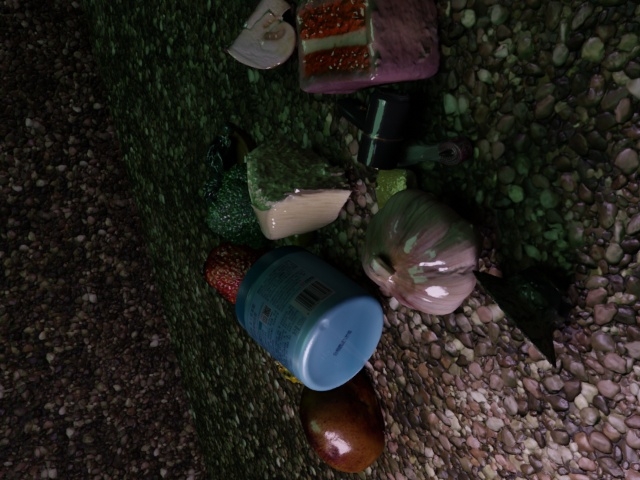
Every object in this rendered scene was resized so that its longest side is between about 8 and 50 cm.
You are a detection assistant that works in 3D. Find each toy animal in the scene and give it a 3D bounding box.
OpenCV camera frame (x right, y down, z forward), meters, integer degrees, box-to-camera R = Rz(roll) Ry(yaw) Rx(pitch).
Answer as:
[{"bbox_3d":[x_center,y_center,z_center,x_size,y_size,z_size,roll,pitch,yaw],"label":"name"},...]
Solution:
[{"bbox_3d":[0.000,0.001,1.801,0.084,0.050,0.028,-30,111,18],"label":"toy animal"}]

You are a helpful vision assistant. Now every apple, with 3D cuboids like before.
[{"bbox_3d":[-0.062,-0.016,1.843,0.089,0.074,0.090,34,146,27],"label":"apple"}]

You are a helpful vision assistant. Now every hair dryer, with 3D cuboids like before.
[{"bbox_3d":[0.113,-0.338,1.445,0.352,0.107,0.189,-126,40,-52],"label":"hair dryer"}]

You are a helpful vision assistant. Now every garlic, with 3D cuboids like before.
[{"bbox_3d":[0.241,0.034,1.317,0.321,0.241,0.322,25,154,13],"label":"garlic"}]

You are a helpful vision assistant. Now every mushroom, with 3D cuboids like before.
[{"bbox_3d":[-0.158,-0.631,1.728,0.236,0.173,0.162,-53,7,6],"label":"mushroom"},{"bbox_3d":[0.054,0.561,1.716,0.259,0.345,0.346,-36,72,28],"label":"mushroom"}]

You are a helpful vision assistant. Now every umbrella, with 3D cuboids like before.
[{"bbox_3d":[-0.382,-0.281,2.056,0.143,0.094,0.349,44,131,30],"label":"umbrella"}]

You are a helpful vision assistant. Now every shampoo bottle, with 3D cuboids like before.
[{"bbox_3d":[-0.033,0.230,1.672,0.342,0.331,0.332,32,126,43],"label":"shampoo bottle"}]

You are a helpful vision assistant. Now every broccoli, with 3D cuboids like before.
[{"bbox_3d":[-0.242,-0.122,1.878,0.275,0.307,0.308,-117,32,-53],"label":"broccoli"}]

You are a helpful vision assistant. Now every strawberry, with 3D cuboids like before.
[{"bbox_3d":[-0.293,0.109,2.089,0.288,0.250,0.239,-21,49,33],"label":"strawberry"}]

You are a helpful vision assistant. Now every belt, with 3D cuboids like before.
[{"bbox_3d":[0.267,-0.217,1.345,0.232,0.053,0.072,5,117,54],"label":"belt"}]

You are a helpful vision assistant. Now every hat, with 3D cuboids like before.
[{"bbox_3d":[0.446,0.127,1.152,0.128,0.265,0.266,-44,60,10],"label":"hat"}]

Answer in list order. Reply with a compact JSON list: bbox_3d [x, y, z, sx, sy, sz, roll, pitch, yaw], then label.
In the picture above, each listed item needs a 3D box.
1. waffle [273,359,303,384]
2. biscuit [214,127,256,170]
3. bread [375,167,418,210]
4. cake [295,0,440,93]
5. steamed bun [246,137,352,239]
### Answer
[{"bbox_3d":[-0.108,0.413,2.068,0.280,0.060,0.263,-17,89,54],"label":"waffle"},{"bbox_3d":[-0.329,-0.241,2.136,0.359,0.074,0.382,40,129,41],"label":"biscuit"},{"bbox_3d":[0.204,-0.129,1.441,0.106,0.082,0.125,11,101,41],"label":"bread"},{"bbox_3d":[0.109,-0.483,1.320,0.308,0.229,0.237,10,113,50],"label":"cake"},{"bbox_3d":[-0.085,-0.169,1.666,0.274,0.290,0.273,113,144,-52],"label":"steamed bun"}]
